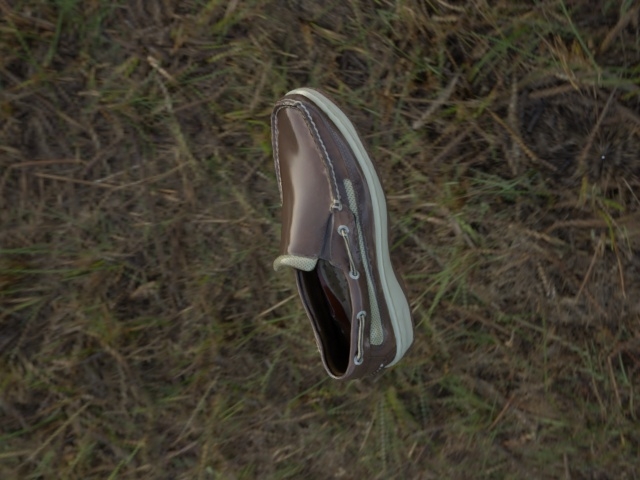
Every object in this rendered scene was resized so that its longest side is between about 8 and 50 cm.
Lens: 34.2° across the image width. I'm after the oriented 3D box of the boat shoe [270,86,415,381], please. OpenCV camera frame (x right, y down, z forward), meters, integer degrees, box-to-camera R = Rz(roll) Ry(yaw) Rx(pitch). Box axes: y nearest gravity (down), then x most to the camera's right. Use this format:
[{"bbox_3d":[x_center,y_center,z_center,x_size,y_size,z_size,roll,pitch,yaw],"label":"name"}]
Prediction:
[{"bbox_3d":[0.005,-0.001,0.888,0.095,0.095,0.257,-13,100,49],"label":"boat shoe"}]
